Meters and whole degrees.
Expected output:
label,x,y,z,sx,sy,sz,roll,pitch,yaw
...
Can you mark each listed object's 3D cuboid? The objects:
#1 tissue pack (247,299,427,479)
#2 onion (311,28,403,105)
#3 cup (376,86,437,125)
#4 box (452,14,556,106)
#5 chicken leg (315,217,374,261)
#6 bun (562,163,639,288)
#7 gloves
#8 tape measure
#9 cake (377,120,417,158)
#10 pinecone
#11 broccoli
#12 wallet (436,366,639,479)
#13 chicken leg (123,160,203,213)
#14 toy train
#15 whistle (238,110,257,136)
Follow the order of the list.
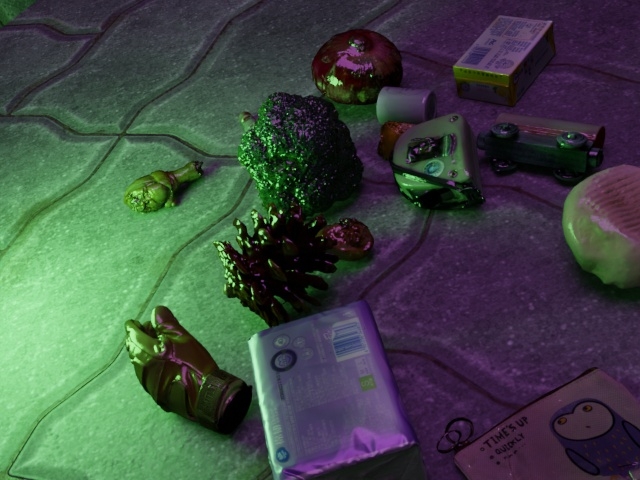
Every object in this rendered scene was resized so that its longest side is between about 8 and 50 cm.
label,x,y,z,sx,sy,sz,roll,pitch,yaw
tissue pack,0.024,0.295,1.420,0.242,0.160,0.338,-18,42,1
onion,0.100,-0.462,2.185,0.246,0.190,0.246,-1,45,1
cup,0.226,-0.350,2.090,0.133,0.099,0.136,9,49,28
box,0.483,-0.472,2.135,0.168,0.097,0.265,17,52,32
chicken leg,-0.001,0.002,1.801,0.251,0.107,0.087,0,58,31
bun,0.582,-0.017,1.572,0.259,0.160,0.259,1,50,-2
gloves,-0.280,0.248,1.582,0.331,0.154,0.141,29,57,31
tape measure,0.255,-0.164,1.846,0.207,0.115,0.235,-15,52,21
cake,0.229,-0.228,2.006,0.185,0.116,0.080,5,41,-23
pinecone,-0.083,0.036,1.658,0.264,0.264,0.264,-10,42,9
broccoli,-0.053,-0.187,1.915,0.308,0.308,0.275,-46,14,-28
wallet,0.391,0.342,1.314,0.335,0.068,0.275,-26,40,-11
chicken leg,-0.392,-0.137,2.089,0.227,0.088,0.103,-23,32,-15
toy train,0.508,-0.226,1.863,0.285,0.116,0.177,13,38,30
whistle,-0.168,-0.287,2.191,0.107,0.057,0.220,-38,39,-2
